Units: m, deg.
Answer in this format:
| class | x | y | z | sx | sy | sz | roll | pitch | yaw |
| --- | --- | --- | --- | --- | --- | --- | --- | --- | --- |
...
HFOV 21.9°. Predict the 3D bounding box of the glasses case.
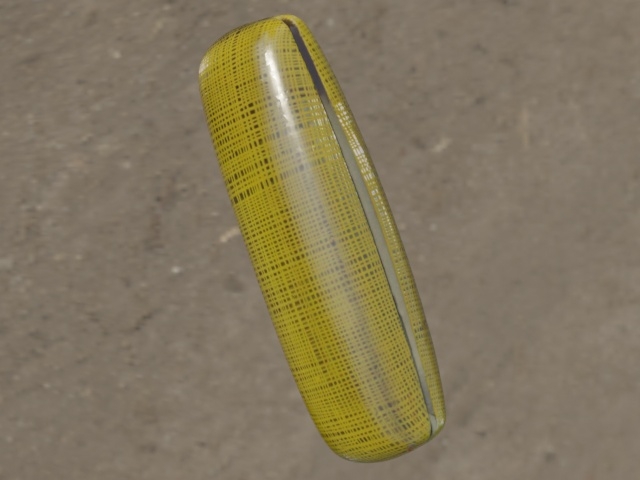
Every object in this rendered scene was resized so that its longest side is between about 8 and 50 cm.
| class | x | y | z | sx | sy | sz | roll | pitch | yaw |
| --- | --- | --- | --- | --- | --- | --- | --- | --- | --- |
| glasses case | 0.000 | 0.000 | 0.846 | 0.064 | 0.079 | 0.234 | -19 | 89 | -43 |
